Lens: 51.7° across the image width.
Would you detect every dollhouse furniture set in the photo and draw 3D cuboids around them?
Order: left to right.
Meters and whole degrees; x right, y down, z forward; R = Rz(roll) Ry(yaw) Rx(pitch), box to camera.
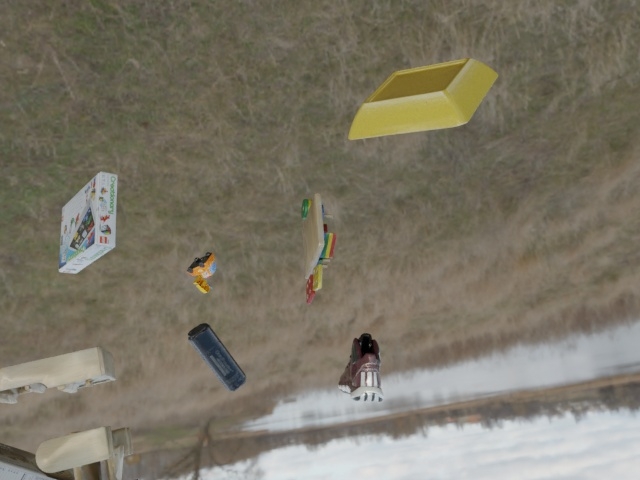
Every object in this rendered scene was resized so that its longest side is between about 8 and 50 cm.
[{"bbox_3d":[-0.591,0.472,1.522,0.257,0.394,0.362,-11,166,-10],"label":"dollhouse furniture set"}]

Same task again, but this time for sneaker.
[{"bbox_3d":[0.113,0.321,1.720,0.107,0.162,0.281,3,174,-9],"label":"sneaker"}]

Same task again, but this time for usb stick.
[{"bbox_3d":[-0.318,0.365,2.051,0.077,0.045,0.278,-37,125,-13],"label":"usb stick"}]

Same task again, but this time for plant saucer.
[{"bbox_3d":[0.267,-0.391,1.760,0.333,0.081,0.333,-1,-147,32],"label":"plant saucer"}]

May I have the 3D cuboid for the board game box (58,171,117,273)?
[{"bbox_3d":[-0.616,-0.039,1.741,0.053,0.192,0.305,9,160,-36],"label":"board game box"}]

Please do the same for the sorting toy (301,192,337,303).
[{"bbox_3d":[0.000,0.000,1.380,0.046,0.274,0.132,5,144,-12],"label":"sorting toy"}]

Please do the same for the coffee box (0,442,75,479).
[{"bbox_3d":[-0.809,0.643,1.769,0.297,0.118,0.168,35,166,-33],"label":"coffee box"}]

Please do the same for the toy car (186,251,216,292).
[{"bbox_3d":[-0.213,0.068,1.172,0.060,0.040,0.122,-31,-158,18],"label":"toy car"}]
